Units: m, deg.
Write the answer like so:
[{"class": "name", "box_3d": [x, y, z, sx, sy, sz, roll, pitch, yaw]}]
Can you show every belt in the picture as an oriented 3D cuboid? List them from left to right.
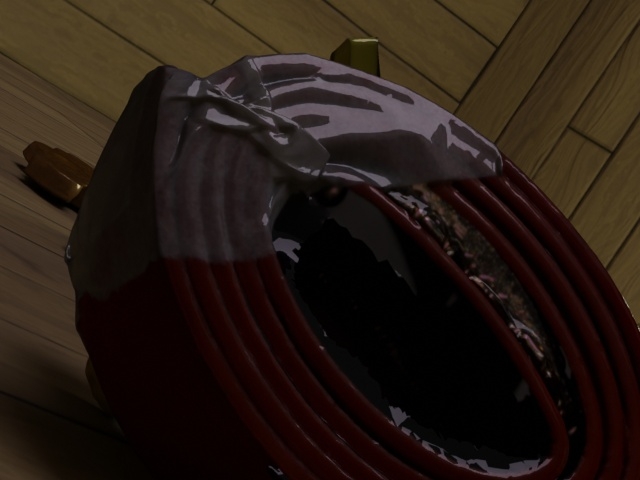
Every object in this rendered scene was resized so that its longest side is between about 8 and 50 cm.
[{"class": "belt", "box_3d": [0.017, 0.048, 0.900, 0.324, 0.227, 0.115, 42, -35, -8]}]

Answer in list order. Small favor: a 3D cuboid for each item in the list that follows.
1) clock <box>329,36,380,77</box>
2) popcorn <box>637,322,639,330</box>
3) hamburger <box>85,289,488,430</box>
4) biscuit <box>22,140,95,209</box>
[{"class": "clock", "box_3d": [-0.004, 0.002, 1.489, 0.071, 0.293, 0.277, -4, -19, -22]}, {"class": "popcorn", "box_3d": [0.258, 0.194, 1.285, 0.293, 0.237, 0.293, 35, 45, -44]}, {"class": "hamburger", "box_3d": [-0.030, 0.032, 1.036, 0.237, 0.237, 0.149, 33, -30, -13]}, {"class": "biscuit", "box_3d": [-0.238, -0.050, 1.846, 0.144, 0.040, 0.236, 40, 0, -12]}]
